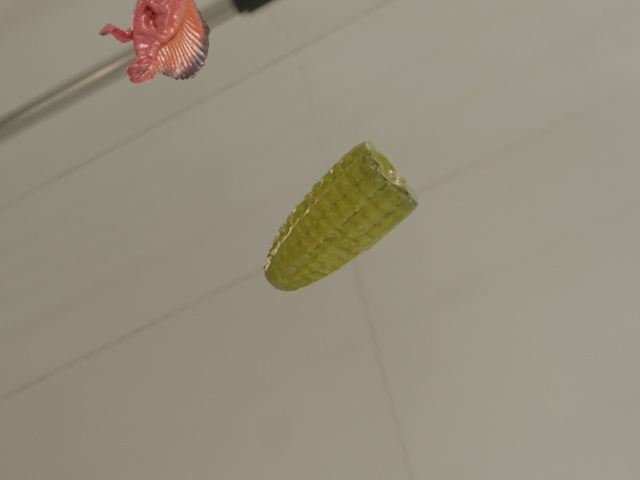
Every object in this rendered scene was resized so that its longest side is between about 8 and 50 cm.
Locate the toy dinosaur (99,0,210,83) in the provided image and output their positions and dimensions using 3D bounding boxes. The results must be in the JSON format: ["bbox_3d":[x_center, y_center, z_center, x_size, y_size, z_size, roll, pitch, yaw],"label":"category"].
[{"bbox_3d":[-0.169,-0.296,1.750,0.139,0.070,0.286,42,55,-35],"label":"toy dinosaur"}]

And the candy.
[{"bbox_3d":[0.012,-0.017,1.579,0.106,0.199,0.094,26,28,-49],"label":"candy"}]
